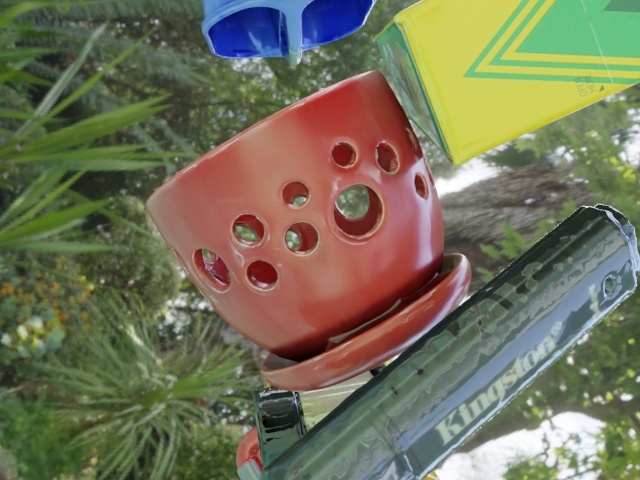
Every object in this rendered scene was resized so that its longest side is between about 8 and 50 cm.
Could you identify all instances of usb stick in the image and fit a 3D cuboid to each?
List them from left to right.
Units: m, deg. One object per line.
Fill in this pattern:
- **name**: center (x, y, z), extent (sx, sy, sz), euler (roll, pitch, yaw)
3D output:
- **usb stick**: center (0.085, 0.081, 0.422), extent (0.045, 0.278, 0.077), euler (31, -25, 58)

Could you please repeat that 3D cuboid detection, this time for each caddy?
- **caddy**: center (-0.053, -0.343, 1.011), extent (0.341, 0.241, 0.179), euler (-136, -146, -86)

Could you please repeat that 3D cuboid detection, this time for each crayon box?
- **crayon box**: center (0.207, -0.190, 0.554), extent (0.106, 0.313, 0.363), euler (63, 9, -11)

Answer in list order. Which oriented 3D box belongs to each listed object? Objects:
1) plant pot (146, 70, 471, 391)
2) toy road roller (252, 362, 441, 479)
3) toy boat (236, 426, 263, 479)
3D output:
- **plant pot**: center (0.000, 0.000, 0.501), extent (0.174, 0.191, 0.191), euler (61, -29, -2)
- **toy road roller**: center (0.025, 0.284, 0.901), extent (0.240, 0.202, 0.329), euler (-147, -131, -79)
- **toy boat**: center (-0.030, 0.307, 1.081), extent (0.151, 0.231, 0.151), euler (52, -5, 31)
